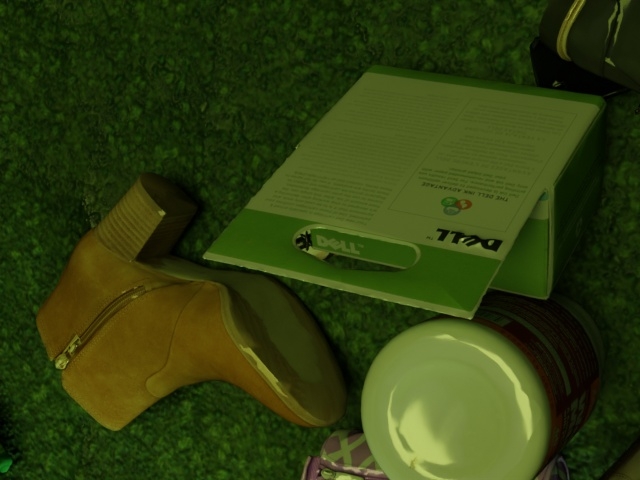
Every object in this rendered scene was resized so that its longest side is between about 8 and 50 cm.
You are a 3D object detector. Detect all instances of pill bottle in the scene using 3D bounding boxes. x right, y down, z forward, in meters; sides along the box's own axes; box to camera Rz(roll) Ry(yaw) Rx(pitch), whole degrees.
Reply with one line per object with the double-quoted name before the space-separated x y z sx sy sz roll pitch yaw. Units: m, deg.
"pill bottle" 0.124 0.098 0.731 0.121 0.221 0.121 3 97 27

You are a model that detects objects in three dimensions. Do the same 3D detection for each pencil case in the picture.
"pencil case" 0.090 0.194 0.831 0.206 0.088 0.086 0 64 25

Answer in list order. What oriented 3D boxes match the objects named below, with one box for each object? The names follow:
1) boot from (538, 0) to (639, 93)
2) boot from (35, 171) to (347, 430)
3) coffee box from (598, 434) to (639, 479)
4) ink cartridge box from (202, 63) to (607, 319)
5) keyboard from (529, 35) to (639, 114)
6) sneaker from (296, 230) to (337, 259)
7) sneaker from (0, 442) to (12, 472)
"boot" 0.256 -0.183 0.711 0.137 0.077 0.197 44 117 32
"boot" -0.125 0.105 0.937 0.295 0.104 0.211 47 118 21
"coffee box" 0.313 0.217 0.714 0.246 0.098 0.141 43 110 17
"ink cartridge box" 0.067 -0.013 0.728 0.189 0.255 0.097 13 131 26
"keyboard" 0.251 -0.134 0.765 0.192 0.038 0.100 -19 62 28
"sneaker" 0.000 0.000 0.888 0.109 0.044 0.040 -31 78 24
"sneaker" -0.371 0.194 1.071 0.124 0.109 0.295 2 93 4
